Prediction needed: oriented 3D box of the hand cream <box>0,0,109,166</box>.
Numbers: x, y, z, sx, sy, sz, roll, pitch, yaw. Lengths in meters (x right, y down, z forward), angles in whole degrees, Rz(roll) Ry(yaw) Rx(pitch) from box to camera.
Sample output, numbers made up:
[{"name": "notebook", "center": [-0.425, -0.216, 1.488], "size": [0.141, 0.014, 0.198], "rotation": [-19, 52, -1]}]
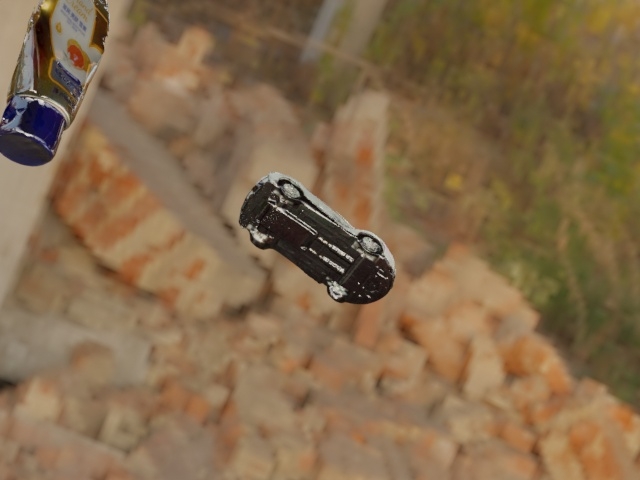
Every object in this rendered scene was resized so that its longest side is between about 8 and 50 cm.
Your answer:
[{"name": "hand cream", "center": [-0.151, -0.116, 1.147], "size": [0.039, 0.163, 0.062], "rotation": [-10, -38, 28]}]

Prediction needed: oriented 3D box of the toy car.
[{"name": "toy car", "center": [0.000, 0.000, 1.080], "size": [0.093, 0.041, 0.025], "rotation": [35, 33, -7]}]
